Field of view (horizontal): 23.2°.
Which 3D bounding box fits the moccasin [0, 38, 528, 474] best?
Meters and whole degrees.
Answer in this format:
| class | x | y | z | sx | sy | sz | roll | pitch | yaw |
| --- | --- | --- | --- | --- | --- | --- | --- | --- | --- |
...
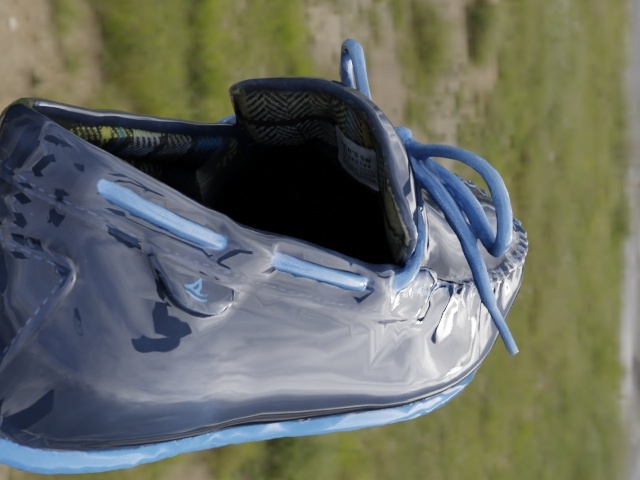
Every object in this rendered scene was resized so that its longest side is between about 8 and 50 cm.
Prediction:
| class | x | y | z | sx | sy | sz | roll | pitch | yaw |
| --- | --- | --- | --- | --- | --- | --- | --- | --- | --- |
| moccasin | 0.000 | 0.000 | 0.572 | 0.342 | 0.138 | 0.116 | -15 | 134 | -61 |
